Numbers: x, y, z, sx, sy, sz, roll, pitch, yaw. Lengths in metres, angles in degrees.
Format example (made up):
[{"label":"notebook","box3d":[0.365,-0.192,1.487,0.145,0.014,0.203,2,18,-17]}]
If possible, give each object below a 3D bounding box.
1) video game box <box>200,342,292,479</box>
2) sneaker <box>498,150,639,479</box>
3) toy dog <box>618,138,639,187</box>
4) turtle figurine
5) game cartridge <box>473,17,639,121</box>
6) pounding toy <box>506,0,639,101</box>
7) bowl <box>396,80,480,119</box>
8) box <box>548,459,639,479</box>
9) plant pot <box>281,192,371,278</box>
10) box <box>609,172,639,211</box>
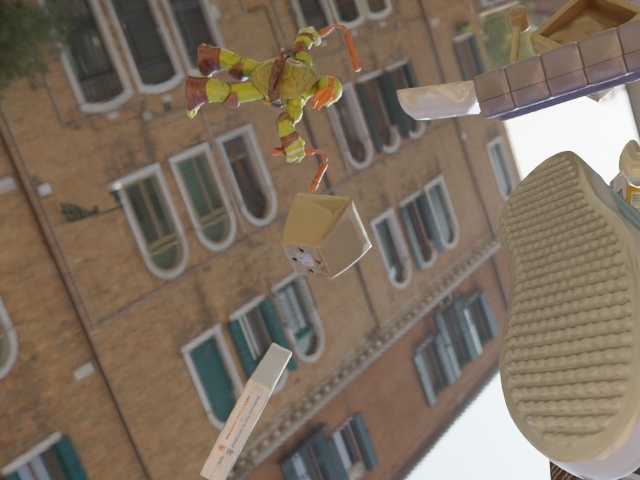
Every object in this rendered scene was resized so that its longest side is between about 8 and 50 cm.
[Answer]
[{"label":"video game box","box3d":[-0.121,0.285,1.421,0.048,0.187,0.205,26,-169,2]},{"label":"sneaker","box3d":[0.232,0.055,0.648,0.135,0.150,0.366,-48,-167,31]},{"label":"toy dog","box3d":[0.544,0.018,1.108,0.408,0.395,0.284,-34,171,23]},{"label":"turtle figurine","box3d":[-0.065,-0.196,1.116,0.217,0.270,0.087,6,156,7]},{"label":"game cartridge","box3d":[0.331,-0.199,0.935,0.230,0.068,0.355,-20,-178,34]},{"label":"pounding toy","box3d":[0.378,-0.300,1.324,0.181,0.094,0.206,-41,-135,-5]},{"label":"bowl","box3d":[0.205,-0.229,1.392,0.142,0.053,0.142,-4,-175,23]},{"label":"box","box3d":[0.453,0.249,1.330,0.143,0.191,0.381,18,-141,-2]},{"label":"plant pot","box3d":[0.000,0.000,1.343,0.109,0.109,0.096,7,-132,34]},{"label":"box","box3d":[0.512,-0.074,1.425,0.028,0.081,0.136,4,169,7]}]
